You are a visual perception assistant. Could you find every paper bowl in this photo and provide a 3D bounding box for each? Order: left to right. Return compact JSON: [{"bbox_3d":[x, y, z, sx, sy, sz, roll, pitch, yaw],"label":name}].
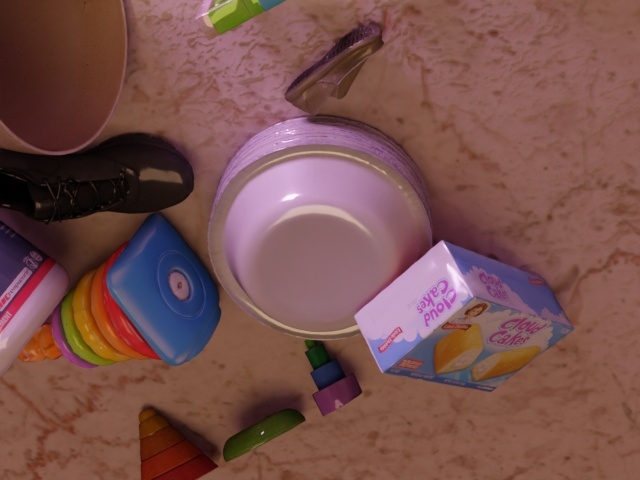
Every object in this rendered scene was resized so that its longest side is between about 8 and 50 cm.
[{"bbox_3d":[0.000,0.000,1.443,0.284,0.148,0.284,1,119,2],"label":"paper bowl"}]

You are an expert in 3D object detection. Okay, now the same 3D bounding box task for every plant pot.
[{"bbox_3d":[-0.374,-0.236,1.284,0.191,0.284,0.284,1,121,25],"label":"plant pot"}]

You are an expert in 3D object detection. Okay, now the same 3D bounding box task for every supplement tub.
[{"bbox_3d":[-0.468,0.040,1.426,0.272,0.191,0.191,38,115,-9],"label":"supplement tub"}]

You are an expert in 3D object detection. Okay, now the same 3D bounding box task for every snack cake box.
[{"bbox_3d":[0.185,0.102,1.441,0.152,0.089,0.264,-41,147,24],"label":"snack cake box"}]

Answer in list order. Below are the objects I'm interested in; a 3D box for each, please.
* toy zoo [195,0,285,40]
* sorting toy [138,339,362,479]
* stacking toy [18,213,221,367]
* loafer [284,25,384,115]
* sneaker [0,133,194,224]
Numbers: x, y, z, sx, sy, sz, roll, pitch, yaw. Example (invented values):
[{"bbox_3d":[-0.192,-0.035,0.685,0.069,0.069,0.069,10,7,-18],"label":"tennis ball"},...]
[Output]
[{"bbox_3d":[0.008,-0.323,1.234,0.293,0.192,0.030,-25,115,16],"label":"toy zoo"},{"bbox_3d":[-0.124,0.242,1.632,0.365,0.127,0.126,-29,84,15],"label":"sorting toy"},{"bbox_3d":[-0.297,0.109,1.536,0.302,0.175,0.166,-23,113,28],"label":"stacking toy"},{"bbox_3d":[0.023,-0.202,1.382,0.148,0.056,0.050,-32,114,31],"label":"loafer"},{"bbox_3d":[-0.302,-0.066,1.436,0.286,0.130,0.109,0,117,3],"label":"sneaker"}]
